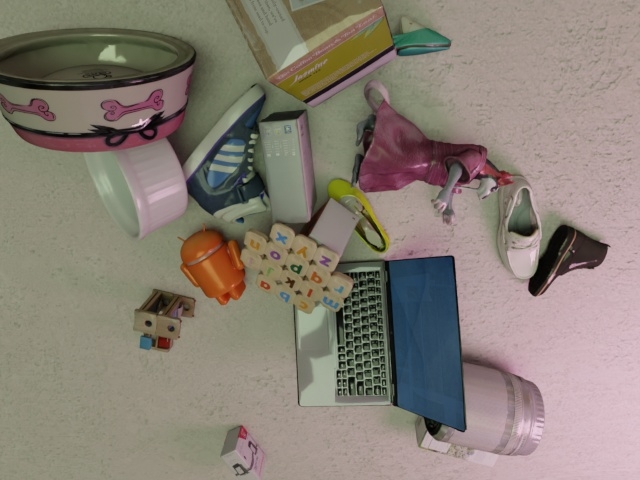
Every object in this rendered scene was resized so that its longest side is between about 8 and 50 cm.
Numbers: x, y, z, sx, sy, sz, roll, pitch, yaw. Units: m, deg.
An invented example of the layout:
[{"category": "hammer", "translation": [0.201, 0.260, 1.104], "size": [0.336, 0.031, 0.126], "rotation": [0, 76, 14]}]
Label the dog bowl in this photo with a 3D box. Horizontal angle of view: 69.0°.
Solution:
[{"category": "dog bowl", "translation": [-0.464, -0.321, 0.972], "size": [0.407, 0.408, 0.151], "rotation": [7, 125, 2]}]

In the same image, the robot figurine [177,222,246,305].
[{"category": "robot figurine", "translation": [-0.283, 0.063, 1.238], "size": [0.158, 0.128, 0.220], "rotation": [-5, 120, 55]}]

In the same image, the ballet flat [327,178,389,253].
[{"category": "ballet flat", "translation": [0.101, -0.057, 1.181], "size": [0.077, 0.077, 0.231], "rotation": [-35, 104, 15]}]

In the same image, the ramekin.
[{"category": "ramekin", "translation": [-0.432, -0.149, 1.097], "size": [0.277, 0.135, 0.278], "rotation": [33, 137, 36]}]

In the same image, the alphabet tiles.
[{"category": "alphabet tiles", "translation": [-0.062, 0.074, 1.140], "size": [0.283, 0.021, 0.278], "rotation": [27, 139, 3]}]

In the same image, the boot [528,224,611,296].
[{"category": "boot", "translation": [0.637, 0.073, 1.190], "size": [0.136, 0.077, 0.198], "rotation": [19, 113, -8]}]

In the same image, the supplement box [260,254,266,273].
[{"category": "supplement box", "translation": [-0.138, 0.069, 1.261], "size": [0.036, 0.062, 0.099], "rotation": [15, 113, 0]}]

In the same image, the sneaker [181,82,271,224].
[{"category": "sneaker", "translation": [-0.177, -0.187, 1.139], "size": [0.236, 0.130, 0.323], "rotation": [39, 107, -19]}]

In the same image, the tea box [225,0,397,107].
[{"category": "tea box", "translation": [-0.034, -0.462, 0.858], "size": [0.219, 0.323, 0.329], "rotation": [-27, 90, 15]}]

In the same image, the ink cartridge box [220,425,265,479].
[{"category": "ink cartridge box", "translation": [-0.245, 0.694, 1.495], "size": [0.063, 0.109, 0.151], "rotation": [-29, 107, 12]}]

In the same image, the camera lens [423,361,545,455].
[{"category": "camera lens", "translation": [0.433, 0.457, 1.279], "size": [0.273, 0.219, 0.220], "rotation": [13, 112, 0]}]

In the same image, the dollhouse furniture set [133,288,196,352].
[{"category": "dollhouse furniture set", "translation": [-0.446, 0.260, 1.329], "size": [0.128, 0.129, 0.184], "rotation": [13, 111, 0]}]

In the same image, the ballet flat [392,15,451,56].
[{"category": "ballet flat", "translation": [0.160, -0.441, 1.022], "size": [0.247, 0.083, 0.087], "rotation": [-8, 102, 8]}]

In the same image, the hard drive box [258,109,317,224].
[{"category": "hard drive box", "translation": [-0.070, -0.177, 1.094], "size": [0.089, 0.181, 0.233], "rotation": [-4, 111, 7]}]

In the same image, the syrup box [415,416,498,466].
[{"category": "syrup box", "translation": [0.415, 0.583, 1.398], "size": [0.236, 0.096, 0.093], "rotation": [14, 114, -1]}]

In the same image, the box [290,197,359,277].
[{"category": "box", "translation": [0.000, 0.000, 1.148], "size": [0.091, 0.130, 0.170], "rotation": [35, 144, -8]}]

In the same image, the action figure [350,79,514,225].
[{"category": "action figure", "translation": [0.262, -0.186, 1.086], "size": [0.369, 0.248, 0.276], "rotation": [6, 85, 4]}]

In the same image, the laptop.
[{"category": "laptop", "translation": [0.117, 0.240, 1.142], "size": [0.407, 0.236, 0.383], "rotation": [-3, 86, 7]}]

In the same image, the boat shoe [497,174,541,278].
[{"category": "boat shoe", "translation": [0.493, -0.017, 1.150], "size": [0.098, 0.096, 0.277], "rotation": [-13, 110, 10]}]
